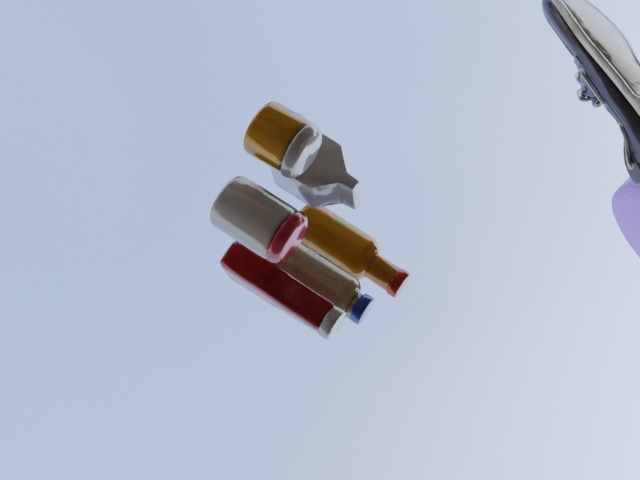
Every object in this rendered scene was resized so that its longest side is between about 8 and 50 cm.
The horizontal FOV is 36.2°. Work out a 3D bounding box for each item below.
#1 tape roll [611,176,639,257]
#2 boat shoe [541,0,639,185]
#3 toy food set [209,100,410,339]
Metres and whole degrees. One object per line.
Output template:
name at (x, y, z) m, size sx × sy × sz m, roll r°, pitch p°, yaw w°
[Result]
tape roll at (0.405, 0.019, 0.906) m, size 0.090 × 0.275 × 0.275 m, roll -44°, pitch -82°, yaw -3°
boat shoe at (0.250, -0.139, 0.871) m, size 0.075 × 0.065 × 0.206 m, roll -10°, pitch -118°, yaw -43°
toy food set at (0.000, 0.000, 0.705) m, size 0.104 × 0.232 × 0.111 m, roll 32°, pitch -105°, yaw 15°
